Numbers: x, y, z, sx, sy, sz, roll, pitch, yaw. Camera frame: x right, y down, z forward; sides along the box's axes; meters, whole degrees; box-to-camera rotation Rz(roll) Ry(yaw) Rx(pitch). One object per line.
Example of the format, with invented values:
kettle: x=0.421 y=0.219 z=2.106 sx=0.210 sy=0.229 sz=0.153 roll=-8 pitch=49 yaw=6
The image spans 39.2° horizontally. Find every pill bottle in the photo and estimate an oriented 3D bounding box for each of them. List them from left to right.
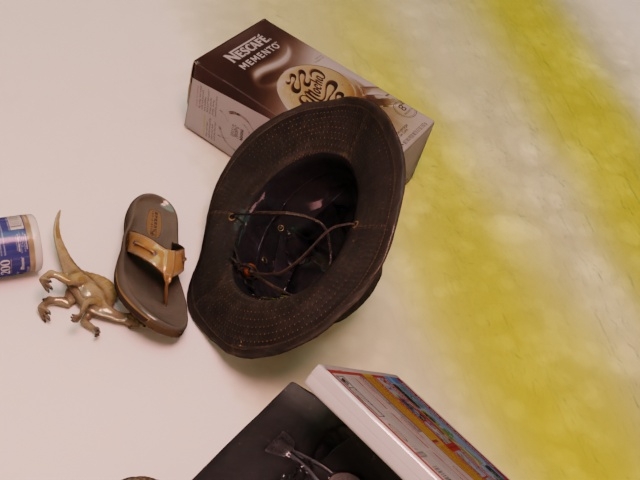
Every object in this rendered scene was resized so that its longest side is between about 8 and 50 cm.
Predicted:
pill bottle: x=-0.375 y=0.011 z=0.998 sx=0.120 sy=0.067 sz=0.067 roll=-9 pitch=52 yaw=-25

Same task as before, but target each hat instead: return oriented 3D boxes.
hat: x=0.000 y=0.000 z=1.044 sx=0.134 sy=0.331 sz=0.331 roll=35 pitch=32 yaw=-40

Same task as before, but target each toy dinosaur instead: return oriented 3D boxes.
toy dinosaur: x=-0.275 y=0.053 z=1.015 sx=0.183 sy=0.053 sz=0.092 roll=45 pitch=35 yaw=14

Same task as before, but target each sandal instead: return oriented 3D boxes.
sandal: x=-0.186 y=0.016 z=1.046 sx=0.090 sy=0.060 sz=0.219 roll=24 pitch=37 yaw=-26

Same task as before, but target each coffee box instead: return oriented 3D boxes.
coffee box: x=-0.019 y=-0.162 z=1.239 sx=0.297 sy=0.119 sz=0.168 roll=33 pitch=48 yaw=14

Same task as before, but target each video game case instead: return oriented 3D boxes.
video game case: x=0.106 y=0.201 z=0.871 sx=0.204 sy=0.025 sz=0.285 roll=41 pitch=5 yaw=21

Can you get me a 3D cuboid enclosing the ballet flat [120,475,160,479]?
ballet flat: x=-0.224 y=0.289 z=0.774 sx=0.249 sy=0.058 sz=0.084 roll=-31 pitch=108 yaw=-41

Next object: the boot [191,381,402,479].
boot: x=-0.021 y=0.365 z=0.747 sx=0.367 sy=0.146 sz=0.445 roll=42 pitch=42 yaw=11
